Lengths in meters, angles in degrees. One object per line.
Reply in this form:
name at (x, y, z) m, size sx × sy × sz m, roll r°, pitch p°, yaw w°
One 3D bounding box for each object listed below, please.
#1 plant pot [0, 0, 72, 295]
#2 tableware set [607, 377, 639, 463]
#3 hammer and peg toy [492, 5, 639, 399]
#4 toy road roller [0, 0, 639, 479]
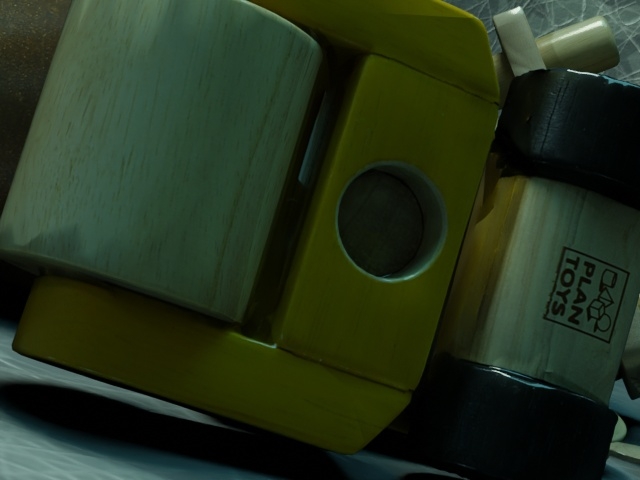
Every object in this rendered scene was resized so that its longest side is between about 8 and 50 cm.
plant pot at (-0.226, -0.070, 0.904) m, size 0.230 × 0.215 × 0.215 m, roll 3°, pitch 4°, yaw 1°
tableware set at (0.187, 0.122, 0.933) m, size 0.194 × 0.039 × 0.128 m, roll 10°, pitch 17°, yaw -11°
hammer and peg toy at (0.175, -0.033, 1.065) m, size 0.127 × 0.266 × 0.361 m, roll -21°, pitch -15°, yaw 8°
toy road roller at (0.000, 0.000, 0.773) m, size 0.330 × 0.202 × 0.240 m, roll 21°, pitch -10°, yaw -21°
